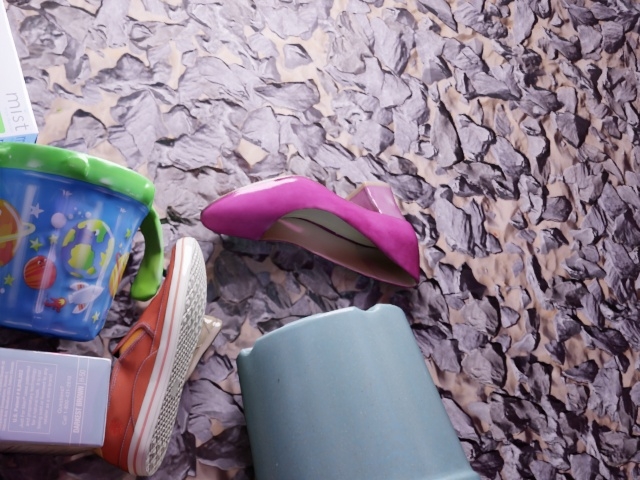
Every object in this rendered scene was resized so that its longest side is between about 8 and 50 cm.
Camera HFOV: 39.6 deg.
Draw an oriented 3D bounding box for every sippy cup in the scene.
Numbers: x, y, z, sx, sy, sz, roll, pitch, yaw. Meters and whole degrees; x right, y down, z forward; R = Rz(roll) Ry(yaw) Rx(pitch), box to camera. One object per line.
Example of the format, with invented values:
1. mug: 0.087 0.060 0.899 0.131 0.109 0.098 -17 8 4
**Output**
1. sippy cup: -0.352 0.012 1.168 0.305 0.240 0.224 12 80 -14

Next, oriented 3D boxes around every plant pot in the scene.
1. plant pot: 0.043 0.285 1.226 0.341 0.341 0.334 -7 69 -29

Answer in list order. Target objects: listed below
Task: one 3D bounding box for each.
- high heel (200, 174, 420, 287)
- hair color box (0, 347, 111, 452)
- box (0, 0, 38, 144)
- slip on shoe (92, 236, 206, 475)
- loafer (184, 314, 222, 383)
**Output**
1. high heel: 0.000 0.000 1.388 0.377 0.127 0.181 -6 66 -32
2. hair color box: -0.461 0.189 1.064 0.374 0.185 0.113 9 70 -24
3. box: -0.532 -0.223 1.201 0.231 0.127 0.262 -12 78 -28
4. slip on shoe: -0.229 0.145 1.202 0.101 0.123 0.331 10 71 10
5. loafer: -0.198 0.167 1.284 0.050 0.056 0.148 34 62 -3
